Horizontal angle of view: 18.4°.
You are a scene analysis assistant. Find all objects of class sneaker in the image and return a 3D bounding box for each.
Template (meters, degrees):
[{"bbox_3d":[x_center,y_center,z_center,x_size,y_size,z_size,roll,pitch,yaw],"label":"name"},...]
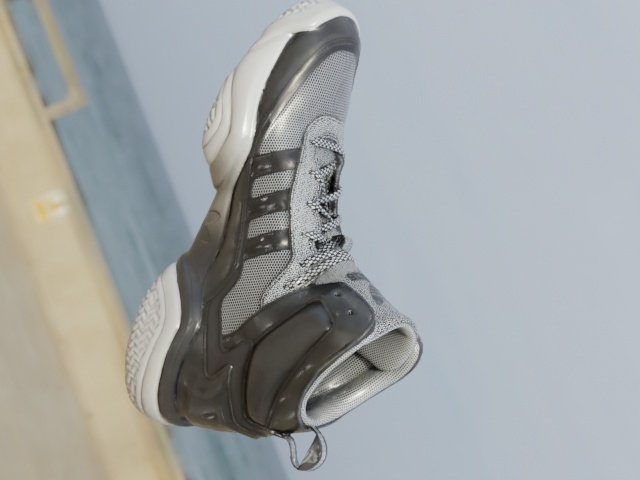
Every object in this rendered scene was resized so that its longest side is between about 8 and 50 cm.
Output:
[{"bbox_3d":[0.000,0.000,1.142,0.153,0.269,0.101,21,-2,29],"label":"sneaker"}]
